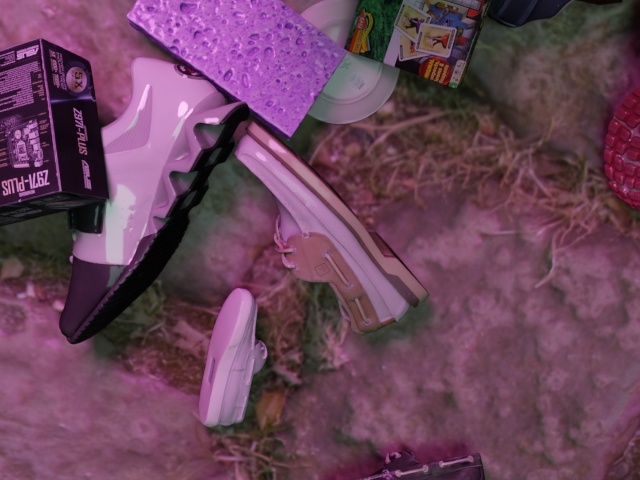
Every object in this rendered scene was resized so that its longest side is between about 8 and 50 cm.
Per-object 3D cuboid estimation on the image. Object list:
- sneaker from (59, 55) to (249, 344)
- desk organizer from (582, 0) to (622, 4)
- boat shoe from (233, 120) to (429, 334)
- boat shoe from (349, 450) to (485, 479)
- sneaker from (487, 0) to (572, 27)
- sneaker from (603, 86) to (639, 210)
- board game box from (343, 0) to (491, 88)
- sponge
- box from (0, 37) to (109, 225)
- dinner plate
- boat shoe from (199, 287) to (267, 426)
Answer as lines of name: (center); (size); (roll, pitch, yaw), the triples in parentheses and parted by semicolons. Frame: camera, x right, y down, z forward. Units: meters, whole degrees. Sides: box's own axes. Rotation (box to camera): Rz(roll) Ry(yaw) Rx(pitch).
sneaker: (-0.219, -0.044, 0.755); (0.146, 0.122, 0.331); (33, 102, 3)
desk organizer: (0.327, -0.289, 0.761); (0.050, 0.130, 0.047); (6, 104, -13)
boat shoe: (0.000, 0.000, 0.788); (0.103, 0.113, 0.302); (-42, 114, 6)
boat shoe: (0.112, 0.320, 0.930); (0.219, 0.078, 0.070); (-2, 71, -6)
sneaker: (0.228, -0.345, 0.744); (0.163, 0.086, 0.226); (22, 111, -4)
sneaker: (0.438, -0.173, 0.825); (0.112, 0.121, 0.299); (-9, 118, -39)
board game box: (0.125, -0.302, 0.712); (0.136, 0.030, 0.260); (23, 110, 17)
sponge: (-0.085, -0.216, 0.740); (0.210, 0.031, 0.117); (35, 84, -9)
box: (-0.312, -0.095, 0.678); (0.180, 0.077, 0.148); (-12, 83, 16)
dinner plate: (0.025, -0.204, 0.793); (0.141, 0.017, 0.141); (-3, 107, -9)
boat shoe: (-0.099, 0.146, 0.846); (0.063, 0.066, 0.184); (8, 102, -26)
